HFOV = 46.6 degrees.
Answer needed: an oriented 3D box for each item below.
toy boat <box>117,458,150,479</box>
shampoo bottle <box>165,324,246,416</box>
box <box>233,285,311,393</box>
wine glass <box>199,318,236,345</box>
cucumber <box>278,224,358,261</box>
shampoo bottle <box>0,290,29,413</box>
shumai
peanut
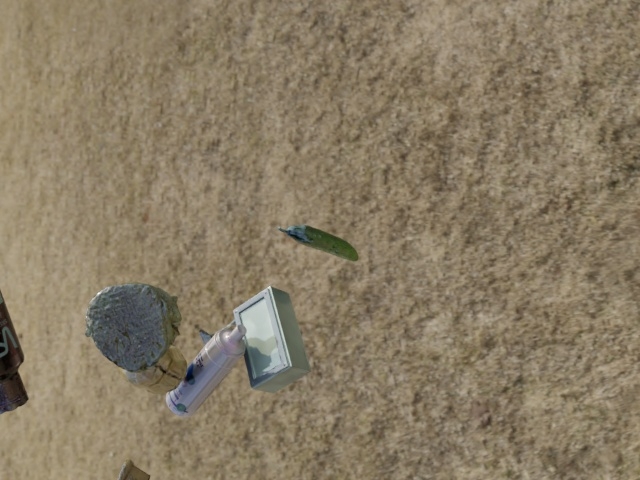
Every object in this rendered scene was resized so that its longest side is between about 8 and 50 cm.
[{"bbox_3d":[-0.390,0.520,1.473,0.116,0.061,0.188,-79,13,-73],"label":"toy boat"},{"bbox_3d":[-0.274,0.316,1.843,0.303,0.092,0.092,-50,56,28],"label":"shampoo bottle"},{"bbox_3d":[-0.123,0.246,1.847,0.129,0.086,0.225,-34,55,24],"label":"box"},{"bbox_3d":[-0.214,0.214,2.074,0.074,0.262,0.074,36,142,34],"label":"wine glass"},{"bbox_3d":[0.000,0.000,1.991,0.056,0.250,0.056,-43,37,43],"label":"cucumber"},{"bbox_3d":[-0.644,0.171,1.413,0.084,0.129,0.323,-10,101,22],"label":"shampoo bottle"},{"bbox_3d":[-0.368,0.158,1.474,0.142,0.184,0.184,157,111,-82],"label":"shumai"},{"bbox_3d":[-0.387,0.290,1.724,0.130,0.290,0.130,-2,73,5],"label":"peanut"}]
